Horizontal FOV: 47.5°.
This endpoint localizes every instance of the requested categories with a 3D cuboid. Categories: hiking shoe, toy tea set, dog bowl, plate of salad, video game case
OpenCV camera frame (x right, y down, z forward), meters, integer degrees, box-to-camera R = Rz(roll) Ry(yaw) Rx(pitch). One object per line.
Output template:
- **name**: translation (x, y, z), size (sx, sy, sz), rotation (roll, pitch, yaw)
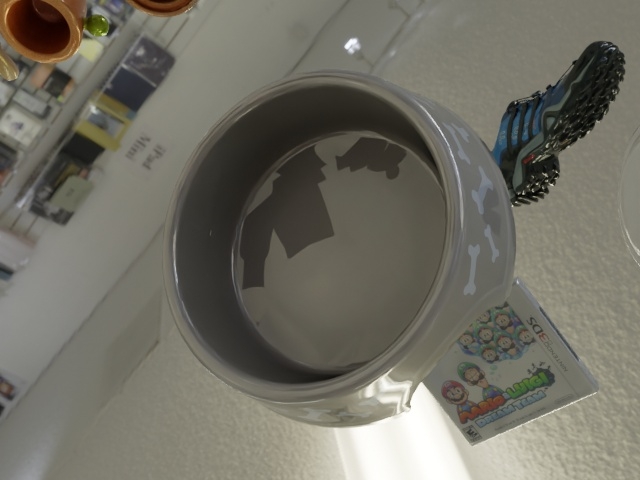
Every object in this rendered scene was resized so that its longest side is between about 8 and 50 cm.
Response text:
- **hiking shoe**: translation (0.342, -0.191, 1.131), size (0.132, 0.113, 0.304), rotation (56, -41, 30)
- **toy tea set**: translation (-0.260, -0.208, 0.585), size (0.335, 0.200, 0.124), rotation (-16, -137, 17)
- **dog bowl**: translation (0.000, 0.000, 0.687), size (0.348, 0.102, 0.349), rotation (-7, -106, 26)
- **plate of salad**: translation (0.413, -0.053, 0.861), size (0.200, 0.048, 0.200), rotation (177, -90, -84)
- **video game case**: translation (0.181, 0.131, 0.761), size (0.157, 0.143, 0.019), rotation (-35, -173, 30)
